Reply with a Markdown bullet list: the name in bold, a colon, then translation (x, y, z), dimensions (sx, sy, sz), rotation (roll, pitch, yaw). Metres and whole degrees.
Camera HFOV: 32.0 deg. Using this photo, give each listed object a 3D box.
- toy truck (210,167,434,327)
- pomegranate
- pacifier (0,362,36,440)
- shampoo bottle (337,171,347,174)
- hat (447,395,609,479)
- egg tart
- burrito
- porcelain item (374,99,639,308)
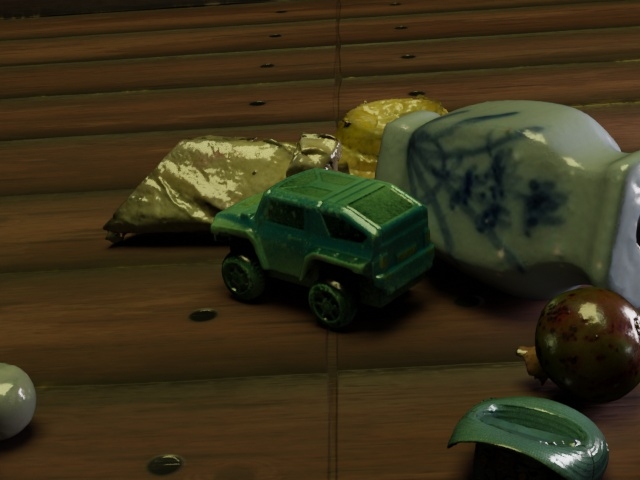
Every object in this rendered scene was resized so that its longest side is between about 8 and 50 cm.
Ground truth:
- **toy truck**: translation (0.000, 0.000, 1.411), dimensions (0.278, 0.156, 0.155), rotation (15, 29, 37)
- **pomegranate**: translation (0.275, 0.112, 1.147), dimensions (0.130, 0.130, 0.130), rotation (-4, 22, 1)
- **pacifier**: translation (-0.383, 0.145, 1.107), dimensions (0.287, 0.239, 0.225), rotation (13, -1, 40)
- **shampoo bottle**: translation (-0.013, -0.083, 1.744), dimensions (0.087, 0.050, 0.183), rotation (-39, 36, -23)
- **hat**: translation (0.183, 0.197, 1.012), dimensions (0.138, 0.078, 0.191), rotation (16, 10, 24)
- **egg tart**: translation (0.124, -0.159, 1.834), dimensions (0.290, 0.115, 0.290), rotation (-5, 23, 2)
- **burrito**: translation (-0.139, -0.079, 1.645), dimensions (0.347, 0.107, 0.175), rotation (-2, 58, 13)
- **porcelain item**: translation (0.245, -0.055, 1.398), dimensions (0.178, 0.243, 0.405), rotation (2, 11, -41)
